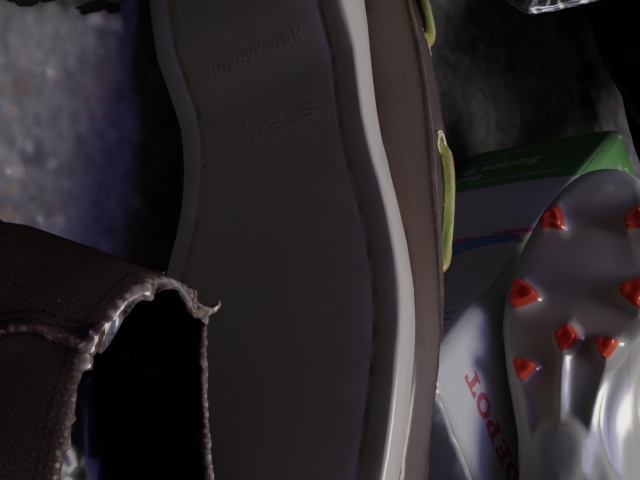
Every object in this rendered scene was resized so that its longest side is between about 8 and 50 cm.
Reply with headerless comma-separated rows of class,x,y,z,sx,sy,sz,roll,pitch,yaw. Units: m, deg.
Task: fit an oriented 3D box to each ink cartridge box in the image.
ink cartridge box,0.085,0.068,0.804,0.212,0.093,0.154,-48,121,-47

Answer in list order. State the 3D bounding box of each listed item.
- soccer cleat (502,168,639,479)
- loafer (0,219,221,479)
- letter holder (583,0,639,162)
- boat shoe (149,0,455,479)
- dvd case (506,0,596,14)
soccer cleat,0.110,0.070,0.716,0.076,0.068,0.196,34,59,-62
loafer,-0.069,0.168,0.546,0.134,0.130,0.366,-24,105,-52
letter holder,0.194,-0.121,0.884,0.302,0.214,0.152,-87,-176,-58
boat shoe,0.000,0.000,0.666,0.097,0.117,0.324,25,54,-51
dvd case,0.129,-0.157,0.776,0.221,0.164,0.018,-15,128,-30
